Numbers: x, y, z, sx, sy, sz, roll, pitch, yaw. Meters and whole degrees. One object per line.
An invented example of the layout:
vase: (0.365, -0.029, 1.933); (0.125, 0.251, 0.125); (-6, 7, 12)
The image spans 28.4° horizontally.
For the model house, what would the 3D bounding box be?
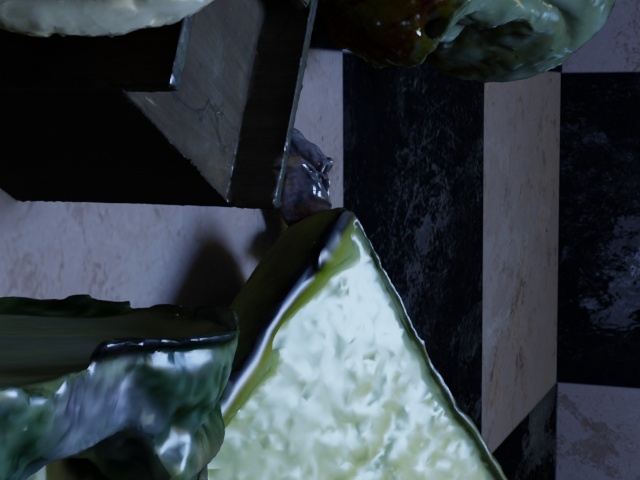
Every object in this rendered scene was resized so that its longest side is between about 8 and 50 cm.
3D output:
model house: (-0.181, 0.162, 0.587); (0.321, 0.261, 0.266); (-2, 97, -64)

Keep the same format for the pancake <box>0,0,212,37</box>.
pancake: (-0.139, -0.224, 0.660); (0.049, 0.283, 0.282); (127, -25, -67)

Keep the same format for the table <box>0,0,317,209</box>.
table: (-0.126, -0.130, 0.781); (0.169, 0.193, 0.172); (49, 48, -60)

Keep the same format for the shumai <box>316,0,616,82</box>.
shumai: (0.115, -0.331, 1.279); (0.323, 0.324, 0.397); (-30, 116, -49)

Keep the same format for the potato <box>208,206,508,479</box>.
potato: (-0.036, 0.190, 1.088); (0.280, 0.213, 0.330); (-39, 104, -32)

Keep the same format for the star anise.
star anise: (0.000, 0.006, 1.254); (0.171, 0.063, 0.208); (-93, 172, -59)
